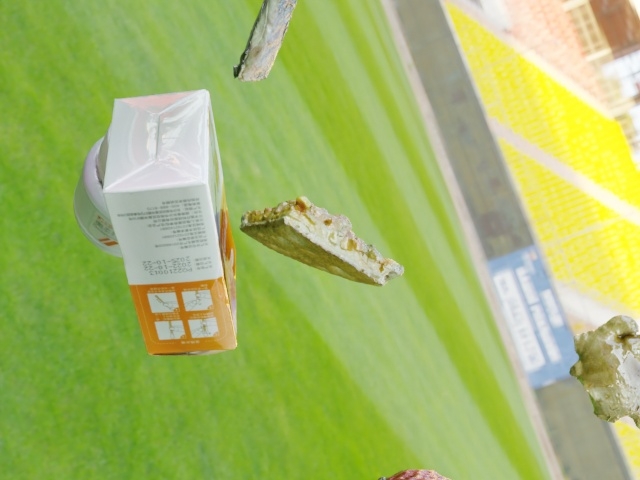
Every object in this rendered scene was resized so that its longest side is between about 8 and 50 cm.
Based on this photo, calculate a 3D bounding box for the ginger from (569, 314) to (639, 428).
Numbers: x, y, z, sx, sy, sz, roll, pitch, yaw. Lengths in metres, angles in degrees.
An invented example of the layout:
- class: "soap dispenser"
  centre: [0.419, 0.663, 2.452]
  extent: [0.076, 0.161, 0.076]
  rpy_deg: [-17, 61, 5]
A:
- class: "ginger"
  centre: [0.548, 0.253, 1.972]
  extent: [0.102, 0.157, 0.216]
  rpy_deg: [-7, 72, -83]

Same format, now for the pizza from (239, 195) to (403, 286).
- class: "pizza"
  centre: [-0.005, 0.008, 2.063]
  extent: [0.258, 0.087, 0.268]
  rpy_deg: [35, -18, -21]

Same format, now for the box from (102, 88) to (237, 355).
- class: "box"
  centre: [-0.210, -0.019, 1.583]
  extent: [0.225, 0.144, 0.341]
  rpy_deg: [-95, 179, -47]

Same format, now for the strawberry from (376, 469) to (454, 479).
- class: "strawberry"
  centre: [0.180, 0.498, 1.639]
  extent: [0.257, 0.277, 0.257]
  rpy_deg: [-50, 152, -39]

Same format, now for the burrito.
- class: "burrito"
  centre: [-0.058, -0.274, 1.323]
  extent: [0.042, 0.171, 0.051]
  rpy_deg: [27, 18, 17]

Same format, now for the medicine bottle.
- class: "medicine bottle"
  centre: [-0.373, -0.124, 2.221]
  extent: [0.302, 0.241, 0.241]
  rpy_deg: [-52, -130, 55]
